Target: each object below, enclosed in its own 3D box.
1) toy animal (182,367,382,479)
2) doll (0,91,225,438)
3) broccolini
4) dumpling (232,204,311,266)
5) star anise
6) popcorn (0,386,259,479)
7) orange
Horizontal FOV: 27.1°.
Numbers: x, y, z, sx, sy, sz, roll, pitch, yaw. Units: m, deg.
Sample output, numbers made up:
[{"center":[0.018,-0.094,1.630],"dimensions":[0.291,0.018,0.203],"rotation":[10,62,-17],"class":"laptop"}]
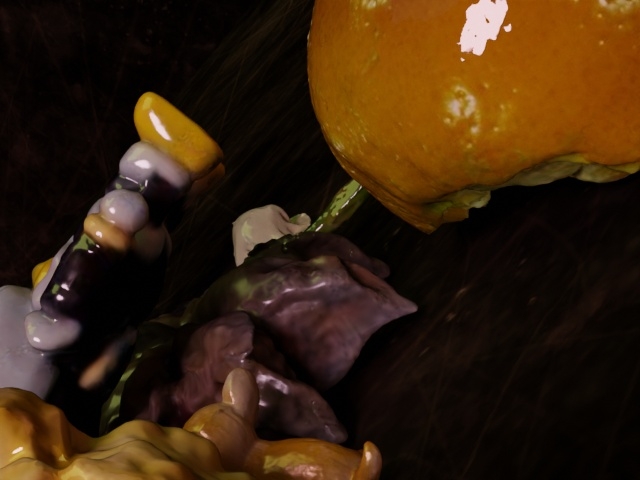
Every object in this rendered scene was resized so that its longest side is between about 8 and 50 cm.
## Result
[{"center":[-0.023,0.092,0.577],"dimensions":[0.081,0.083,0.060],"rotation":[-37,17,50],"class":"toy animal"},{"center":[-0.137,0.082,0.614],"dimensions":[0.316,0.103,0.145],"rotation":[-60,24,-6],"class":"doll"},{"center":[0.003,0.003,0.886],"dimensions":[0.254,0.071,0.057],"rotation":[-41,-28,4],"class":"broccolini"},{"center":[-0.035,0.001,0.979],"dimensions":[0.076,0.057,0.052],"rotation":[107,157,-64],"class":"dumpling"},{"center":[-0.067,0.080,0.716],"dimensions":[0.236,0.109,0.223],"rotation":[-46,18,3],"class":"star anise"},{"center":[-0.079,0.133,0.480],"dimensions":[0.170,0.180,0.180],"rotation":[-7,28,16],"class":"popcorn"},{"center":[0.078,-0.100,0.636],"dimensions":[0.237,0.158,0.179],"rotation":[-9,58,68],"class":"orange"}]
